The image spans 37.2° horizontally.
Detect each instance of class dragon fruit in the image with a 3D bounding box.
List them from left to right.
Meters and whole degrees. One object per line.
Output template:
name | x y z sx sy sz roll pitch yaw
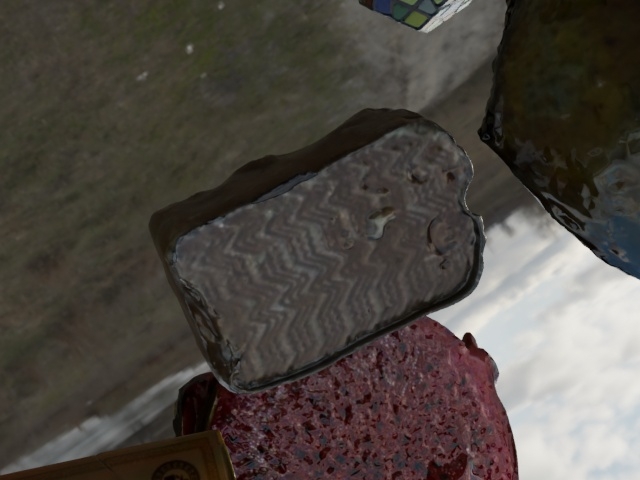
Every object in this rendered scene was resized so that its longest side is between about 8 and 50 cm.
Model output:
dragon fruit | 0.014 0.250 1.024 0.386 0.371 0.249 -35 -179 -30

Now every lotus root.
lotus root | 0.253 -0.074 0.505 0.142 0.314 0.210 99 5 -73

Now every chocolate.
chocolate | 0.000 0.000 0.663 0.214 0.148 0.093 -25 -151 -11

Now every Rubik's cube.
Rubik's cube | 0.094 -0.265 0.914 0.133 0.112 0.133 -35 174 -4

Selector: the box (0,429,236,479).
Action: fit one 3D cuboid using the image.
box | -0.189 0.228 0.620 0.274 0.076 0.174 -10 137 -14
